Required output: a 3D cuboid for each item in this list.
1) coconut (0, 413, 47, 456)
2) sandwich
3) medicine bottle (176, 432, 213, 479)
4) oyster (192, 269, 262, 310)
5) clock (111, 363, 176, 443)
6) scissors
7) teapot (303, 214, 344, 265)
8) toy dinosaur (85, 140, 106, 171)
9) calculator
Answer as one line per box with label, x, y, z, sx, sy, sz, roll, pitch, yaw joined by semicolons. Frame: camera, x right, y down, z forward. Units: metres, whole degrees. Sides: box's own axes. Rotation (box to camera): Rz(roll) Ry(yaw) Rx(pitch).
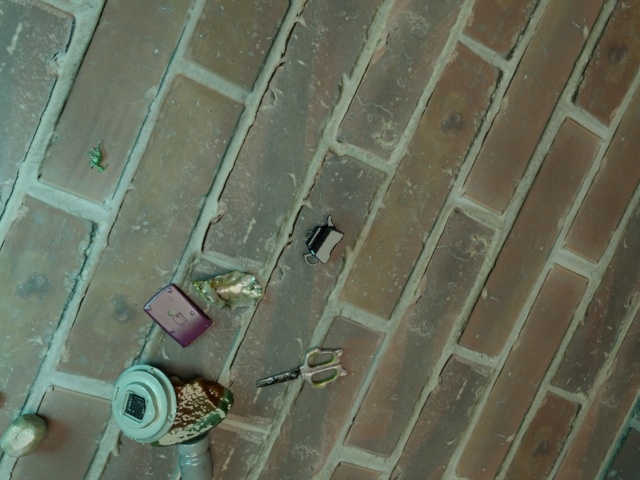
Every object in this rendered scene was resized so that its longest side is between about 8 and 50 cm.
coconut;-0.878;0.578;1.335;0.110;0.110;0.124;36;83;-18
sandwich;-0.421;0.532;1.443;0.293;0.109;0.211;-1;101;-14
medicine bottle;-0.407;0.709;1.481;0.105;0.105;0.167;-7;102;-13
oyster;-0.289;0.162;1.440;0.209;0.072;0.132;-16;98;-32
clock;-0.547;0.496;1.373;0.237;0.053;0.236;-2;84;18
scissors;-0.065;0.458;1.567;0.318;0.024;0.160;-13;103;-12
teapot;0.000;0.000;1.473;0.096;0.087;0.177;32;91;-13
toy dinosaur;-0.632;-0.236;1.299;0.083;0.021;0.062;-46;114;1
calculator;-0.447;0.237;1.425;0.127;0.034;0.190;-42;106;-3
